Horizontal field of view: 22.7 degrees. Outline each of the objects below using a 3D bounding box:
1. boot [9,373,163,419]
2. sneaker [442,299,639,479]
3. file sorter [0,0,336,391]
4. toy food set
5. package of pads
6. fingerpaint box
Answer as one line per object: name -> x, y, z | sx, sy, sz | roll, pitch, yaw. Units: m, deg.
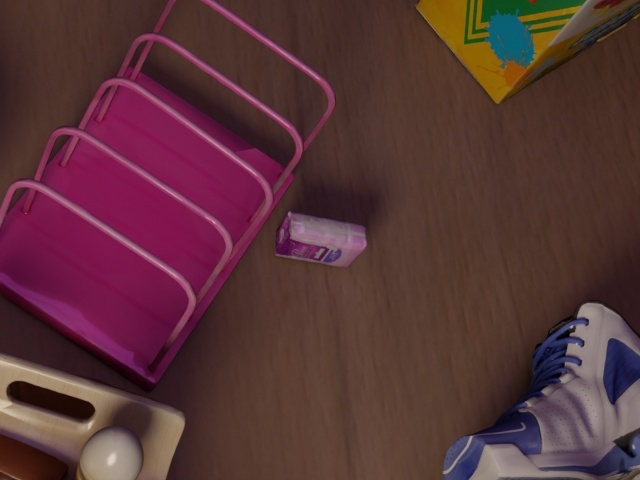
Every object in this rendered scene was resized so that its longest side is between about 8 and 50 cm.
boot -> -0.143, 0.257, 1.347 | 0.264, 0.096, 0.280 | 17, 40, -26
sneaker -> 0.235, 0.161, 1.546 | 0.315, 0.127, 0.182 | -5, 59, -34
file sorter -> -0.145, -0.058, 1.463 | 0.202, 0.182, 0.291 | 34, 53, -2
toy food set -> -0.223, 0.216, 1.176 | 0.219, 0.092, 0.306 | 19, 39, -11
package of pads -> 0.000, 0.000, 1.574 | 0.083, 0.050, 0.032 | 11, 57, -18
fingerpaint box -> 0.368, -0.388, 1.772 | 0.445, 0.371, 0.163 | -32, 79, -34
